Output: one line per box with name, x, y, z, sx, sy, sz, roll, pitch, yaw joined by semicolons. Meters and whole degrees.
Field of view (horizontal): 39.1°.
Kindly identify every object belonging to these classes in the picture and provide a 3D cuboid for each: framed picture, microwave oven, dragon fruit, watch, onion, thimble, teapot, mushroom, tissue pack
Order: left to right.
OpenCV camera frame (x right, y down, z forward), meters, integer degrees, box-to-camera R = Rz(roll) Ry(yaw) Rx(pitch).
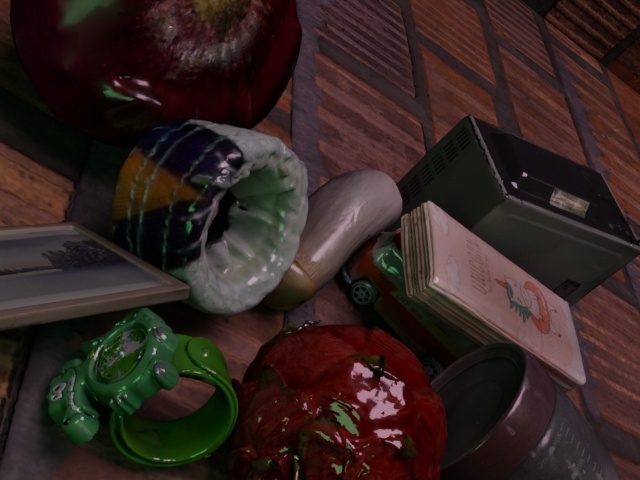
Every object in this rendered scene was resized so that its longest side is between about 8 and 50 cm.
framed picture;-0.307;0.031;0.917;0.213;0.016;0.289;26;20;34
onion;-0.258;-0.317;1.207;0.420;0.398;0.398;20;18;33
watch;-0.176;0.163;0.936;0.152;0.165;0.131;51;4;-35
thimble;-0.124;-0.035;1.087;0.150;0.237;0.237;20;17;35
mushroom;0.000;0.000;1.303;0.122;0.159;0.329;42;42;3
dragon fruit;0.010;0.201;0.996;0.244;0.244;0.299;27;15;-28
tissue pack;0.255;0.088;1.327;0.325;0.071;0.170;34;38;-27
microwave oven;0.324;-0.033;1.567;0.355;0.286;0.218;16;43;-33
teapot;0.254;0.347;1.172;0.312;0.233;0.315;46;62;-11

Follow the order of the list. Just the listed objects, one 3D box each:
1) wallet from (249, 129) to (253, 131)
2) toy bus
wallet;-0.120;-0.121;1.364;0.204;0.045;0.142;55;33;13
toy bus;0.156;0.096;1.380;0.265;0.120;0.121;48;32;0
